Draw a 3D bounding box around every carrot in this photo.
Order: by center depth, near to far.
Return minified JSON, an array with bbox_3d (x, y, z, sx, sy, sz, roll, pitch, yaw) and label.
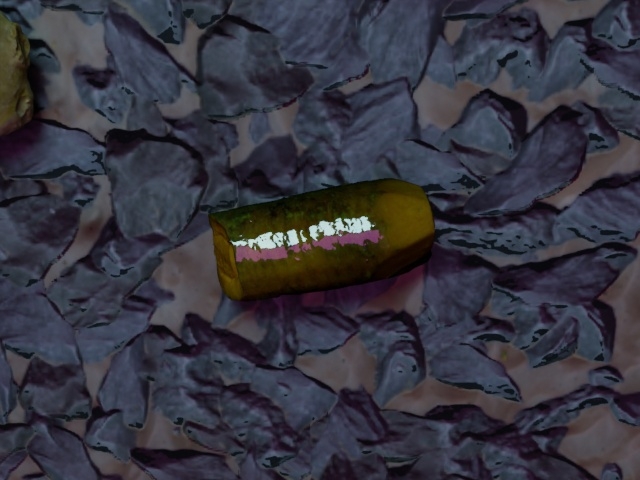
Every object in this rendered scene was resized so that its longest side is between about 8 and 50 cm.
[{"bbox_3d":[0.000,0.000,0.562,0.173,0.082,0.082,-13,103,-1],"label":"carrot"}]

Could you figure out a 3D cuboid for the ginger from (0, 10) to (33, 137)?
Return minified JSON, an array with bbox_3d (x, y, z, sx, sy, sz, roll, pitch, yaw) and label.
[{"bbox_3d":[-0.425,-0.166,0.498,0.363,0.122,0.348,-21,111,14],"label":"ginger"}]
